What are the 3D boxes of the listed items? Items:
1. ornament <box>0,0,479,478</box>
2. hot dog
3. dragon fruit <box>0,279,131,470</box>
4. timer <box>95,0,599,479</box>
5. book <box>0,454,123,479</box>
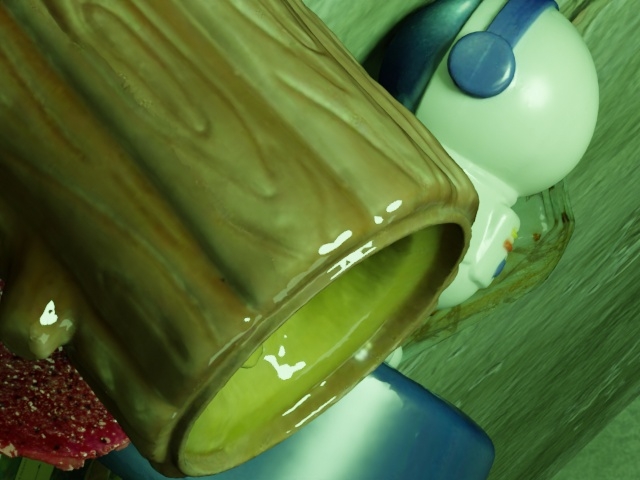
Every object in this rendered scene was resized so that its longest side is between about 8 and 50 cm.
[{"bbox_3d":[-0.067,-0.032,0.759,0.221,0.217,0.235,-26,157,-40],"label":"ornament"},{"bbox_3d":[0.083,0.026,1.433,0.270,0.082,0.162,-29,149,-18],"label":"hot dog"},{"bbox_3d":[-0.145,0.031,0.968,0.153,0.111,0.153,-7,125,-10],"label":"dragon fruit"},{"bbox_3d":[0.038,0.014,1.117,0.383,0.270,0.270,-58,162,-5],"label":"timer"},{"bbox_3d":[-0.177,0.178,1.218,0.228,0.024,0.160,11,101,-68],"label":"book"}]
